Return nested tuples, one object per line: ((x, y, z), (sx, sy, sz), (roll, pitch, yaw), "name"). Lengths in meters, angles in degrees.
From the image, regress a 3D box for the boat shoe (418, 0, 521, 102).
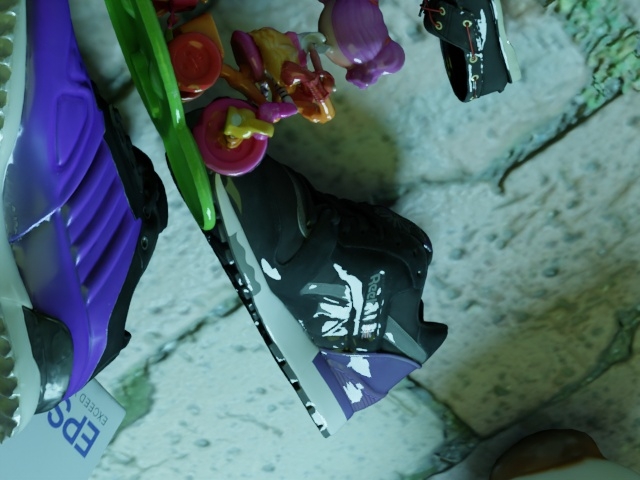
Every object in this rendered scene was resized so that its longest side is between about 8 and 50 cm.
((0.078, -0.129, 0.778), (0.042, 0.049, 0.133), (-27, 139, 0), "boat shoe")

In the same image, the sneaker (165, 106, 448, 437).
((0.000, 0.000, 0.866), (0.124, 0.107, 0.283), (-31, 139, -5), "sneaker")

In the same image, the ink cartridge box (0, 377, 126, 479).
((-0.285, 0.146, 0.778), (0.071, 0.330, 0.324), (7, 148, 34), "ink cartridge box")

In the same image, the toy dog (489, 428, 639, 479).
((0.224, 0.350, 1.128), (0.395, 0.285, 0.408), (-20, 133, 3), "toy dog")

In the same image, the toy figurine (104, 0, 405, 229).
((-0.017, -0.112, 0.711), (0.159, 0.130, 0.173), (-21, 92, -11), "toy figurine")

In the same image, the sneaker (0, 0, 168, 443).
((-0.151, -0.043, 0.772), (0.146, 0.102, 0.293), (-24, 127, -46), "sneaker")
